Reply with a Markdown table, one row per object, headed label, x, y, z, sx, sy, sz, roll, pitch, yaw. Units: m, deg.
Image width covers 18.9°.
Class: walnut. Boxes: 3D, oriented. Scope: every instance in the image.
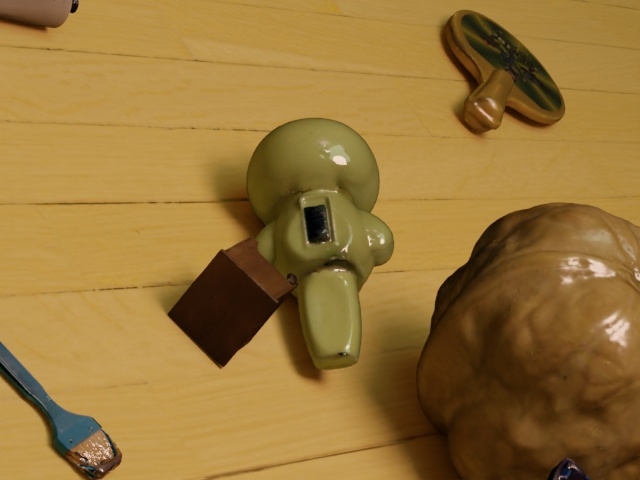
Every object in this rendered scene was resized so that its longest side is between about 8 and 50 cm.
| label | x | y | z | sx | sy | sz | roll | pitch | yaw |
| --- | --- | --- | --- | --- | --- | --- | --- | --- | --- |
| walnut | 0.226 | 0.114 | 1.794 | 0.253 | 0.277 | 0.282 | -7 | 51 | -40 |

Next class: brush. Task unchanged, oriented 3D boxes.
| label | x | y | z | sx | sy | sz | roll | pitch | yaw |
| --- | --- | --- | --- | --- | --- | --- | --- | --- | --- |
| brush | -0.220 | 0.123 | 1.508 | 0.164 | 0.014 | 0.051 | 44 | 28 | 6 |

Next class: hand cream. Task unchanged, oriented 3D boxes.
| label | x | y | z | sx | sy | sz | roll | pitch | yaw |
| --- | --- | --- | --- | --- | --- | --- | --- | --- | --- |
| hand cream | -0.317 | -0.245 | 1.859 | 0.186 | 0.054 | 0.087 | 8 | 48 | -37 |

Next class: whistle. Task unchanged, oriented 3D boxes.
| label | x | y | z | sx | sy | sz | roll | pitch | yaw |
| --- | --- | --- | --- | --- | --- | --- | --- | --- | --- |
| whistle | 0.000 | 0.003 | 1.860 | 0.141 | 0.141 | 0.294 | 16 | 57 | -39 |

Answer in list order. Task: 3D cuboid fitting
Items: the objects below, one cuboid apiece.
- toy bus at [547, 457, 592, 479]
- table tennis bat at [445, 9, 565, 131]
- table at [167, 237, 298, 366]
| label | x | y | z | sx | sy | sz | roll | pitch | yaw |
| --- | --- | --- | --- | --- | --- | --- | --- | --- | --- |
| toy bus | 0.255 | 0.343 | 1.620 | 0.287 | 0.175 | 0.138 | 41 | 29 | -1 |
| table tennis bat | 0.231 | -0.207 | 2.486 | 0.198 | 0.050 | 0.321 | 42 | 24 | -4 |
| table | -0.072 | 0.050 | 1.718 | 0.070 | 0.083 | 0.082 | 43 | 24 | 7 |
